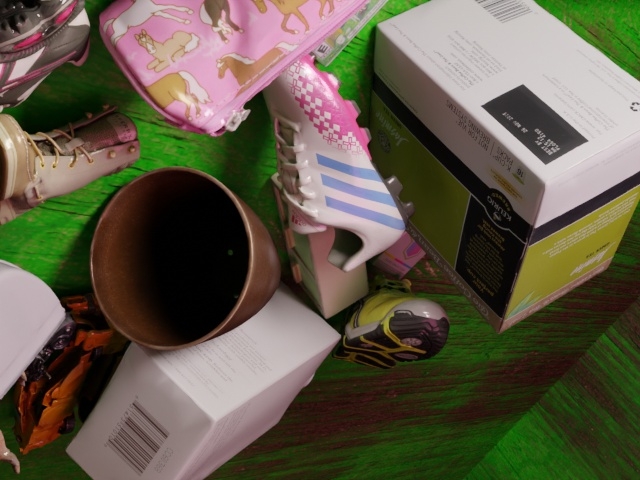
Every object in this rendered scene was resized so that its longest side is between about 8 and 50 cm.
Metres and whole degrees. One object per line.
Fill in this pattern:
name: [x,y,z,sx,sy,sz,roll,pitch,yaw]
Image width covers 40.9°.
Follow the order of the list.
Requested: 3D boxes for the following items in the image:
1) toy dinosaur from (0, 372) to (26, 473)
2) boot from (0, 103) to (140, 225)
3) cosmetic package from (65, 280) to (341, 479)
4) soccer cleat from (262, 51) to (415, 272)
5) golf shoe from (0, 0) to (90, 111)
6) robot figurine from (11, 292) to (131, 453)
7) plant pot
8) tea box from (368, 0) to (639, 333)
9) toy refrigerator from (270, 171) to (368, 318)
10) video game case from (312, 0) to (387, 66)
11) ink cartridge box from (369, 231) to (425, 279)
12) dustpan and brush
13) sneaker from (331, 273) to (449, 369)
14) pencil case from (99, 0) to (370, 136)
toy dinosaur: [-0.474,0.201,1.035,0.200,0.127,0.296,-6,131,-32]
boot: [-0.263,-0.093,0.865,0.165,0.077,0.213,-26,175,-23]
cosmetic package: [-0.149,0.213,1.242,0.217,0.156,0.385,-54,167,22]
soccer cleat: [-0.005,-0.093,1.048,0.143,0.116,0.331,-41,122,-7]
golf shoe: [-0.326,-0.143,0.763,0.272,0.105,0.120,-31,155,-12]
robot figurine: [-0.324,0.173,1.182,0.211,0.085,0.291,-6,137,-42]
plant pot: [-0.140,0.032,1.106,0.215,0.215,0.230,-45,162,9]
tea box: [0.243,-0.116,1.169,0.219,0.329,0.324,-27,148,-20]
toy refrigerator: [0.000,0.000,1.283,0.094,0.102,0.270,-31,148,-13]
video game case: [0.028,-0.319,0.977,0.212,0.023,0.193,-45,148,10]
ink cartridge box: [0.166,-0.036,1.446,0.209,0.062,0.109,-45,148,10]
dustpan and brush: [-0.381,0.055,0.957,0.147,0.060,0.211,-61,149,-42]
sneaker: [0.103,0.121,1.412,0.145,0.147,0.384,14,166,-12]
pencil case: [-0.025,-0.267,0.834,0.386,0.160,0.167,-39,123,5]
